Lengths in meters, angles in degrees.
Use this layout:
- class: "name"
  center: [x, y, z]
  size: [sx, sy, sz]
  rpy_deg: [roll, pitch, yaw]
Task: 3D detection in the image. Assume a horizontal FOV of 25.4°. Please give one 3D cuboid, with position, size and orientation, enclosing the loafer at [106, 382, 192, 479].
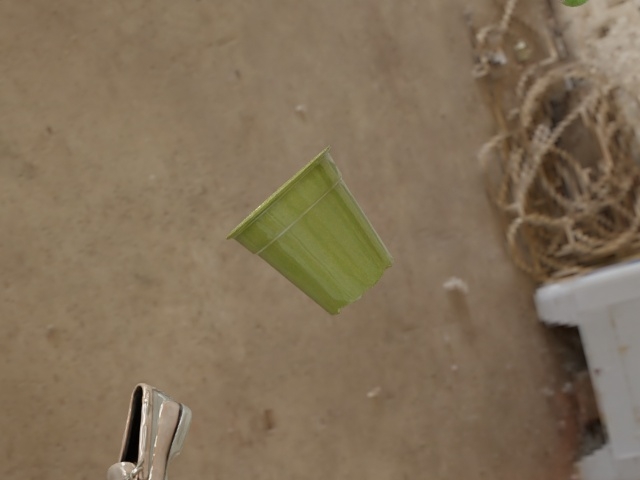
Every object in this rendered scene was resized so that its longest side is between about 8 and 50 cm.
- class: "loafer"
  center: [-0.113, 0.138, 0.846]
  size: [0.039, 0.045, 0.125]
  rpy_deg: [43, 35, -21]

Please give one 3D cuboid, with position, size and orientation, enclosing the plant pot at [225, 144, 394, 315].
- class: "plant pot"
  center: [0.000, 0.000, 0.844]
  size: [0.079, 0.083, 0.083]
  rpy_deg: [49, 39, -2]

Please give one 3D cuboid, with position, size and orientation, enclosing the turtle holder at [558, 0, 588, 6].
- class: "turtle holder"
  center: [0.183, -0.331, 1.304]
  size: [0.227, 0.243, 0.320]
  rpy_deg: [11, 67, -28]
